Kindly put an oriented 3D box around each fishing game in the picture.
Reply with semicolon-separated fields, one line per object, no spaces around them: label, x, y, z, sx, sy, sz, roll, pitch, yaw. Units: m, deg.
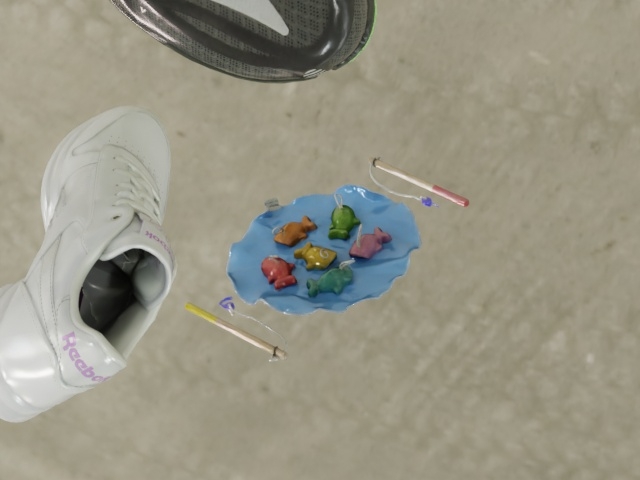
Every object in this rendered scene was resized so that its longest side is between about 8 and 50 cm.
fishing game;0.000;0.000;1.191;0.189;0.264;0.041;28;145;43

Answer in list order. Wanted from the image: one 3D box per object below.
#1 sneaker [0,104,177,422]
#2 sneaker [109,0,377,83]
sneaker;-0.152;0.004;0.977;0.152;0.305;0.114;-19;129;31
sneaker;-0.123;-0.260;0.735;0.185;0.202;0.483;-33;124;9
